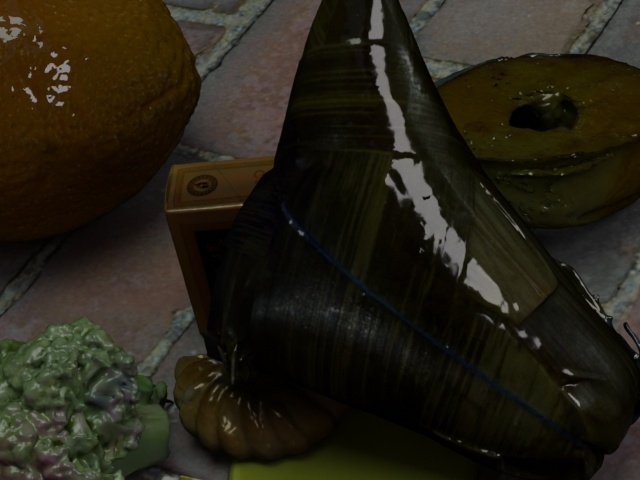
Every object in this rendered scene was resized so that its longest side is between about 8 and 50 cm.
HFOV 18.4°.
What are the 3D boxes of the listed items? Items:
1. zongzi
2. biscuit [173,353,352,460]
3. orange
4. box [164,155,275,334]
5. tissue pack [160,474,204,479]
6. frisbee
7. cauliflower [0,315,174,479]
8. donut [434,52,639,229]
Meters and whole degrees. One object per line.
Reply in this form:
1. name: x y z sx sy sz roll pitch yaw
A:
1. zongzi: 0.132 -0.027 1.713 0.403 0.432 0.208 23 21 11
2. biscuit: -0.063 0.148 1.850 0.183 0.061 0.118 11 49 24
3. orange: -0.308 -0.158 2.089 0.357 0.322 0.322 -11 41 -12
4. box: 0.000 0.000 1.933 0.274 0.174 0.076 -5 42 8
5. tissue pack: -0.113 0.294 1.696 0.099 0.106 0.149 7 46 21
6. frisbee: 0.028 0.208 1.818 0.236 0.017 0.236 -8 42 7
7. cauliflower: -0.221 0.185 1.788 0.239 0.256 0.315 24 23 38
8. donut: 0.222 -0.095 2.000 0.272 0.107 0.272 -3 26 1
